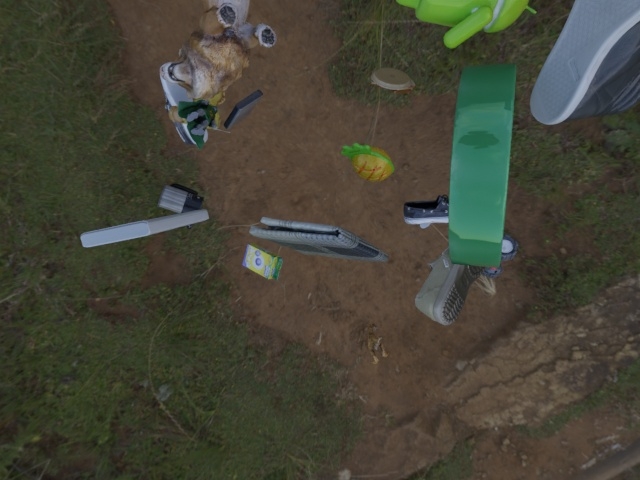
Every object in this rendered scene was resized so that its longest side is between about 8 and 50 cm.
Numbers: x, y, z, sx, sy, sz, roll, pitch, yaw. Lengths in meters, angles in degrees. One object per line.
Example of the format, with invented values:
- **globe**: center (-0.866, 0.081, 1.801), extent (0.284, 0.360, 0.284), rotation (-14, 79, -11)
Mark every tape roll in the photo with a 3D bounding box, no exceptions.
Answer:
- **tape roll**: center (0.266, -0.117, 0.724), extent (0.077, 0.321, 0.320), rotation (5, 99, 20)

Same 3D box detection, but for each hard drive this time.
- **hard drive**: center (-0.227, -0.380, 1.291), extent (0.094, 0.135, 0.022), rotation (-44, 101, -27)
- **hard drive**: center (-0.480, -0.040, 1.253), extent (0.203, 0.307, 0.040), rotation (-10, 97, 15)

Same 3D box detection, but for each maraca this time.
- **maraca**: center (0.144, -0.241, 1.340), extent (0.186, 0.127, 0.099), rotation (29, 66, -39)

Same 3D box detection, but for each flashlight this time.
- **flashlight**: center (0.751, 0.080, 1.870), extent (0.103, 0.304, 0.103), rotation (-17, 63, 4)

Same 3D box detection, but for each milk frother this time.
- **milk frother**: center (-0.488, -0.113, 1.528), extent (0.135, 0.129, 0.143), rotation (20, 106, -18)

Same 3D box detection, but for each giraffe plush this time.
- **giraffe plush**: center (-0.395, -0.472, 1.503), extent (0.211, 0.181, 0.170), rotation (5, 104, -31)

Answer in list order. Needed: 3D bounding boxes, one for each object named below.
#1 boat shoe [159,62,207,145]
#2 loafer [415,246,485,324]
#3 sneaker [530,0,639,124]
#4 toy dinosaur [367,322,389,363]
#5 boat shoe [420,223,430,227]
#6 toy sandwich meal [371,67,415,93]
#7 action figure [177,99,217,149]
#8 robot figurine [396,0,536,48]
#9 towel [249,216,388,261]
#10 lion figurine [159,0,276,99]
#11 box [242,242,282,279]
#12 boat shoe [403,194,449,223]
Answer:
- **boat shoe**: center (-0.525, -0.494, 1.639), extent (0.102, 0.108, 0.301), rotation (-1, 126, 31)
- **loafer**: center (0.286, 0.061, 0.964), extent (0.268, 0.092, 0.101), rotation (-49, 128, -31)
- **sneaker**: center (0.424, -0.294, 0.603), extent (0.147, 0.104, 0.295), rotation (-7, 139, -24)
- **toy dinosaur**: center (0.164, 0.319, 1.354), extent (0.064, 0.211, 0.112), rotation (-24, 98, 3)
- **boat shoe**: center (0.448, -0.090, 1.820), extent (0.035, 0.035, 0.100), rotation (45, 125, 19)
- **toy sandwich meal**: center (0.136, -0.301, 0.846), extent (0.086, 0.085, 0.029), rotation (10, 137, 1)
- **action figure**: center (-0.342, -0.364, 1.300), extent (0.064, 0.232, 0.137), rotation (-11, 117, 6)
- **robot figurine**: center (0.125, -0.217, 0.375), extent (0.115, 0.067, 0.101), rotation (10, 64, -1)
- **towel**: center (0.000, 0.000, 1.299), extent (0.325, 0.312, 0.056), rotation (4, 79, 33)
- **lion figurine**: center (-0.169, -0.446, 0.777), extent (0.142, 0.240, 0.391), rotation (8, 98, -33)
- **box**: center (-0.246, 0.092, 1.888), extent (0.179, 0.043, 0.105), rotation (23, 105, 27)
- **boat shoe**: center (0.370, -0.105, 1.377), extent (0.229, 0.080, 0.076), rotation (-4, 124, 20)
